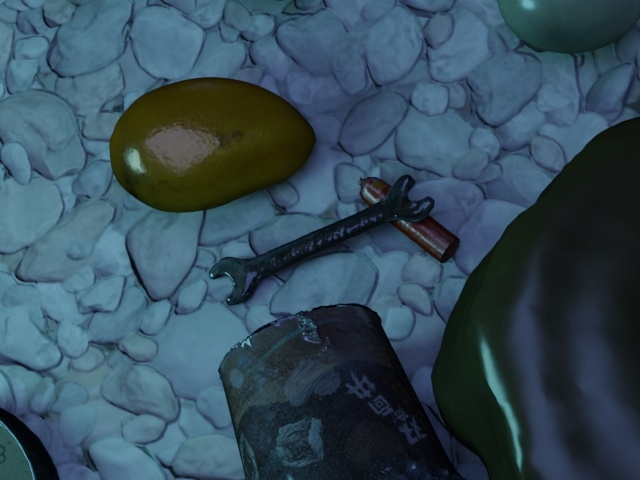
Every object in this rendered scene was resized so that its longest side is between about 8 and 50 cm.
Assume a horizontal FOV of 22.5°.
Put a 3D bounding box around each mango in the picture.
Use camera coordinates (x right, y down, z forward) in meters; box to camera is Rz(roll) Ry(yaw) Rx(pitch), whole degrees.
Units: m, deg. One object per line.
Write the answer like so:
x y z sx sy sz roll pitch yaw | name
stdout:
-0.114 -0.103 1.712 0.219 0.112 0.145 -7 72 -5 | mango

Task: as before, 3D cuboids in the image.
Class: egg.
0.261 -0.253 1.687 0.152 0.114 0.114 7 74 6 | egg

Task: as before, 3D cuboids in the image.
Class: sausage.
0.088 -0.027 1.690 0.129 0.034 0.034 39 83 19 | sausage

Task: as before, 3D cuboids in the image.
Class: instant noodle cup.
0.013 0.189 1.552 0.217 0.217 0.207 -22 64 2 | instant noodle cup

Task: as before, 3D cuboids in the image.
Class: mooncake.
0.342 0.120 1.462 0.467 0.262 0.467 1 70 -4 | mooncake

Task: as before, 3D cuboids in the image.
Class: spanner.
0.000 0.000 1.685 0.254 0.015 0.054 -24 73 11 | spanner

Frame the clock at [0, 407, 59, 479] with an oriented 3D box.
-0.406 0.291 1.664 0.281 0.055 0.280 -3 72 9 | clock
